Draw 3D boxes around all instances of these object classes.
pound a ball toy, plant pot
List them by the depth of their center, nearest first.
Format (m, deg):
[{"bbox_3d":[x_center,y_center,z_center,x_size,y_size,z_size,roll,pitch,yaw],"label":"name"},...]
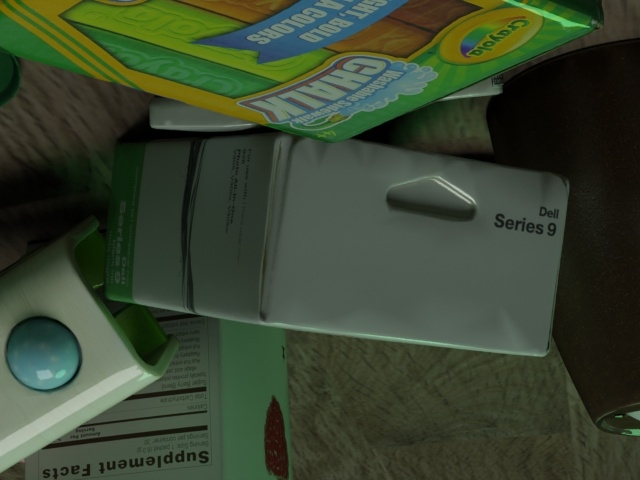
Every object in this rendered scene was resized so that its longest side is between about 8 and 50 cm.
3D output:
[{"bbox_3d":[0.231,0.010,1.265,0.215,0.230,0.215,-3,161,-1],"label":"plant pot"},{"bbox_3d":[-0.299,0.089,1.386,0.319,0.208,0.136,-30,-171,14],"label":"pound a ball toy"}]

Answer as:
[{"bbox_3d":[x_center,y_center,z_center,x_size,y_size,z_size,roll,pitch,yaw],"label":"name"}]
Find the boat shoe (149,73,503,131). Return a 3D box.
[{"bbox_3d":[0.000,-0.109,1.136,0.219,0.070,0.078,-8,-177,1],"label":"boat shoe"}]

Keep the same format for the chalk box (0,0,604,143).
[{"bbox_3d":[0.002,-0.161,0.816,0.289,0.179,0.180,13,156,-38],"label":"chalk box"}]

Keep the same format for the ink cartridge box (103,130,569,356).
[{"bbox_3d":[0.000,0.000,1.237,0.211,0.122,0.289,7,179,-25],"label":"ink cartridge box"}]

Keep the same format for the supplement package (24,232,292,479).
[{"bbox_3d":[-0.130,0.153,1.526,0.175,0.293,0.177,-8,161,16],"label":"supplement package"}]

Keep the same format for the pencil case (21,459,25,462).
[{"bbox_3d":[-0.303,0.126,1.620,0.284,0.124,0.124,26,147,-34],"label":"pencil case"}]

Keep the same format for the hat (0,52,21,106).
[{"bbox_3d":[-0.272,-0.033,1.134,0.173,0.184,0.208,-1,161,-4],"label":"hat"}]
